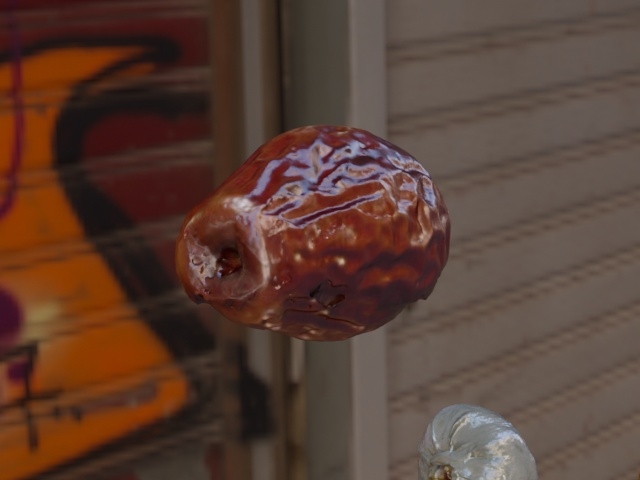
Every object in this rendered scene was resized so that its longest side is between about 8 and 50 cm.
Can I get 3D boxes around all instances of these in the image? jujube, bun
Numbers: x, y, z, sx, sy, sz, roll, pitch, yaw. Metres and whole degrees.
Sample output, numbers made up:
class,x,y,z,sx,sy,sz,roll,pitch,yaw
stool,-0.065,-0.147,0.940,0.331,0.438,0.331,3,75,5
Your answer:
class,x,y,z,sx,sy,sz,roll,pitch,yaw
jujube,0.000,0.000,1.621,0.197,0.197,0.290,7,11,34
bun,0.081,0.129,1.008,0.045,0.083,0.083,-3,11,-36

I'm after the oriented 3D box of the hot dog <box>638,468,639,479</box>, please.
class,x,y,z,sx,sy,sz,roll,pitch,yaw
hot dog,0.216,0.092,0.777,0.099,0.227,0.160,34,7,-21
